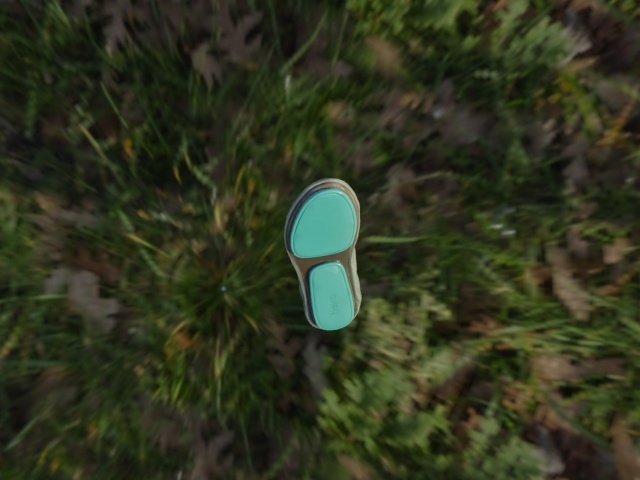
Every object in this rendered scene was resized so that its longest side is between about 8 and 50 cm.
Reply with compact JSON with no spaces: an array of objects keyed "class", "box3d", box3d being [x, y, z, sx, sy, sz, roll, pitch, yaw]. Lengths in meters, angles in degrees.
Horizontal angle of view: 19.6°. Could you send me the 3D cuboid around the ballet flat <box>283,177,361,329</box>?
[{"class":"ballet flat","box3d":[0.000,0.000,1.748,0.072,0.213,0.068,-10,49,-4]}]
